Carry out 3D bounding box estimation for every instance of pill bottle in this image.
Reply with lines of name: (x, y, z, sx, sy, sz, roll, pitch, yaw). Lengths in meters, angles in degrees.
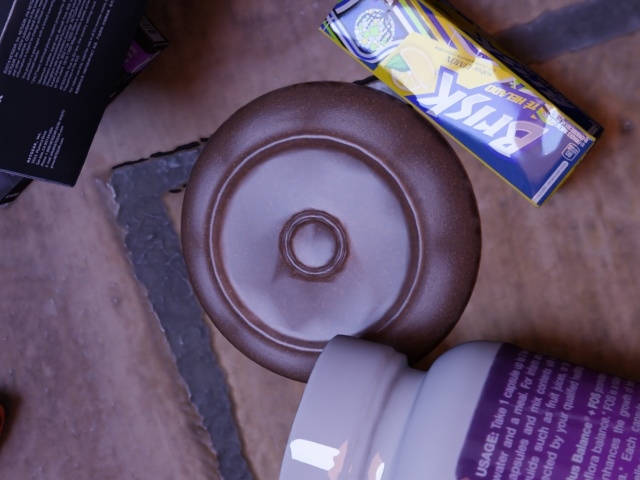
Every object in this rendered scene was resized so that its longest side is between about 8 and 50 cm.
pill bottle: (0.134, 0.154, 0.815, 0.301, 0.169, 0.169, 16, 103, 12)

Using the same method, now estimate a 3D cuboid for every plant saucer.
plant saucer: (0.000, 0.000, 0.894, 0.198, 0.036, 0.198, 2, 100, 14)

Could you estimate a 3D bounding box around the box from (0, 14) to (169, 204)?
box: (-0.193, -0.117, 0.930, 0.162, 0.029, 0.116, -42, 86, 19)

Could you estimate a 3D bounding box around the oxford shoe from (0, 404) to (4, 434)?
oxford shoe: (-0.324, 0.187, 0.985, 0.098, 0.097, 0.271, 47, 108, 10)

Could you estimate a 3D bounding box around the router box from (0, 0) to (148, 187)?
router box: (-0.172, -0.219, 0.805, 0.243, 0.081, 0.309, 33, 104, 44)

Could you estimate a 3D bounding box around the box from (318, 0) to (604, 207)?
box: (0.085, -0.095, 0.842, 0.169, 0.059, 0.054, 39, 109, 6)
